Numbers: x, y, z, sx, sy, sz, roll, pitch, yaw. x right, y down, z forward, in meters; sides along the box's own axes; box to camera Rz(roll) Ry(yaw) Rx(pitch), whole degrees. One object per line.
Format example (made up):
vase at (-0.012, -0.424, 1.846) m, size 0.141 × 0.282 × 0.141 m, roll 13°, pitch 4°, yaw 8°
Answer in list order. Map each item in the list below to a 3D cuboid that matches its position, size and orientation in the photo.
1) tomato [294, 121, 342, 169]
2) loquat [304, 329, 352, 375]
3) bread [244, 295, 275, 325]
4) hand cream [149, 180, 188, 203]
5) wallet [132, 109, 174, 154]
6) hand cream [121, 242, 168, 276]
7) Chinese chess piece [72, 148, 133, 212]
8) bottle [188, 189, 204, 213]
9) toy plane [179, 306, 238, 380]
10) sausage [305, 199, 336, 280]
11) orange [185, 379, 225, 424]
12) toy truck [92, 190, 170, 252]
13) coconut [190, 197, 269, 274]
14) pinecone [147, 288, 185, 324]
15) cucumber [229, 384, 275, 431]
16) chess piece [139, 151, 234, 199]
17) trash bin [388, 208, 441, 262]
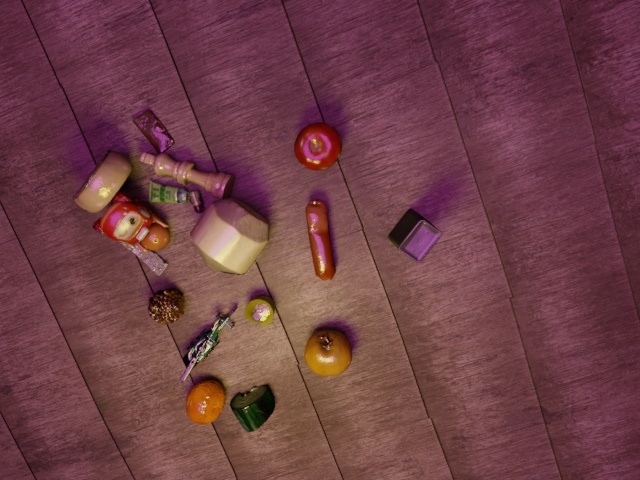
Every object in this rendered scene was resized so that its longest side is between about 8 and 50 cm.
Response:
tomato at (-0.009, -0.379, 1.636) m, size 0.195 × 0.136 × 0.195 m, roll 1°, pitch 101°, yaw 6°
loquat at (0.036, 0.488, 1.760) m, size 0.208 × 0.208 × 0.208 m, roll 1°, pitch 100°, yaw 3°
bread at (-0.260, 0.303, 1.786) m, size 0.129 × 0.114 × 0.111 m, roll 31°, pitch 100°, yaw -2°
hand cream at (-0.660, -0.201, 1.752) m, size 0.175 × 0.046 × 0.095 m, roll 8°, pitch 103°, yaw 4°
wallet at (-0.708, -0.462, 1.718) m, size 0.095 × 0.026 × 0.176 m, roll -35°, pitch 97°, yaw 6°
hand cream at (-0.801, 0.052, 1.807) m, size 0.257 × 0.050 × 0.084 m, roll 40°, pitch 103°, yaw -9°
Chinese chess piece at (-0.885, -0.241, 1.646) m, size 0.270 × 0.270 × 0.112 m, roll -46°, pitch 121°, yaw 10°
bottle at (-0.536, -0.167, 1.751) m, size 0.047 × 0.063 × 0.101 m, roll -20°, pitch 103°, yaw -26°
toy plane at (-0.499, 0.445, 1.813) m, size 0.106 × 0.155 × 0.381 m, roll 43°, pitch 83°, yaw -4°
sausage at (-0.001, 0.000, 1.728) m, size 0.097 × 0.094 × 0.348 m, roll -10°, pitch 98°, yaw -8°
orange at (-0.528, 0.736, 1.849) m, size 0.161 × 0.193 × 0.193 m, roll 14°, pitch 102°, yaw 24°
toy truck at (-0.763, -0.057, 1.684) m, size 0.239 × 0.265 × 0.189 m, roll 37°, pitch 90°, yaw 6°
coconut at (-0.371, -0.009, 1.650) m, size 0.323 × 0.323 × 0.322 m, roll 1°, pitch 100°, yaw 3°
pinecone at (-0.691, 0.294, 1.797) m, size 0.174 × 0.173 × 0.173 m, roll 1°, pitch 100°, yaw 3°
cucumber at (-0.308, 0.758, 1.845) m, size 0.191 × 0.191 × 0.130 m, roll -24°, pitch 107°, yaw 7°
chess piece at (-0.570, -0.284, 1.703) m, size 0.397 × 0.117 × 0.117 m, roll 19°, pitch 101°, yaw 2°
trash bin at (0.379, -0.022, 1.626) m, size 0.122 × 0.240 × 0.164 m, roll 35°, pitch 99°, yaw -5°
